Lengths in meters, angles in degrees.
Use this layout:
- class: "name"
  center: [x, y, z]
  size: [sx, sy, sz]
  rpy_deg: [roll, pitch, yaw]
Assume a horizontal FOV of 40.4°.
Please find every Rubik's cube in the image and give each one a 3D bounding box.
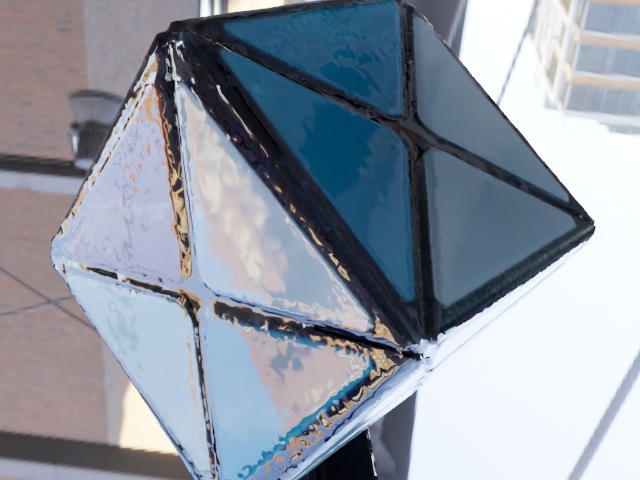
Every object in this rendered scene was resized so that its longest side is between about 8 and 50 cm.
- class: "Rubik's cube"
  center: [0.000, 0.000, 0.620]
  size: [0.248, 0.250, 0.246]
  rpy_deg: [51, -139, 12]

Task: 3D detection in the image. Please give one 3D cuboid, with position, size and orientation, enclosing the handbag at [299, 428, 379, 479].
- class: "handbag"
  center: [-0.045, 0.264, 0.971]
  size: [0.118, 0.269, 0.325]
  rpy_deg: [16, -144, -18]
